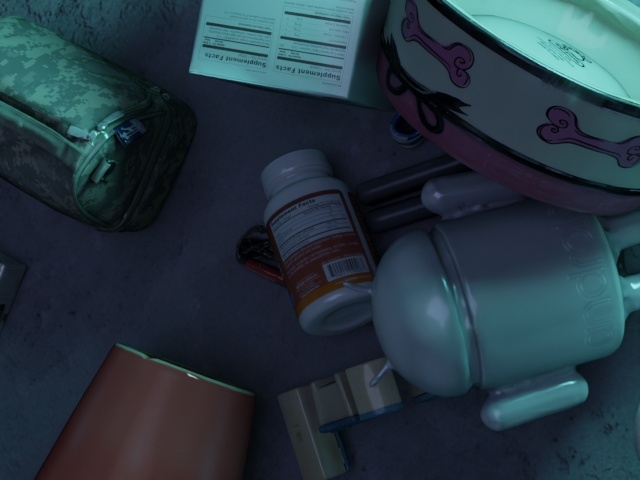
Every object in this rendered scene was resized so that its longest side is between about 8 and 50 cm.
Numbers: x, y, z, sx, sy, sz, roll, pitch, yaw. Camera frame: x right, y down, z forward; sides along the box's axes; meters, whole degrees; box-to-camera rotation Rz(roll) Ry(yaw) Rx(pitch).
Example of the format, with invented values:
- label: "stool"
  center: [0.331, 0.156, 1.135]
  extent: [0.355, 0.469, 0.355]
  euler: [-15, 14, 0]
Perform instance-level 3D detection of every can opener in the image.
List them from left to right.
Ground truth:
- label: "can opener"
  center: [0.173, -0.079, 1.708]
  extent: [0.283, 0.095, 0.076]
  euler: [-18, 83, 18]

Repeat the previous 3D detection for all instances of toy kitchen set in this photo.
- label: "toy kitchen set"
  center: [0.079, 0.214, 1.758]
  extent: [0.207, 0.166, 0.122]
  euler: [-28, 77, 54]

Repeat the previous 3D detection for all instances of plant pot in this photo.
- label: "plant pot"
  center: [-0.211, 0.274, 1.767]
  extent: [0.275, 0.275, 0.243]
  euler: [18, 84, 19]

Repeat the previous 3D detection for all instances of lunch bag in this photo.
- label: "lunch bag"
  center: [-0.344, -0.149, 1.808]
  extent: [0.305, 0.256, 0.212]
  euler: [29, 99, 17]

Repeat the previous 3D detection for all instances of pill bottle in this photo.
- label: "pill bottle"
  center: [0.000, 0.000, 1.739]
  extent: [0.121, 0.121, 0.216]
  euler: [-28, 64, 17]

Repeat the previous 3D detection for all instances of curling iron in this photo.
- label: "curling iron"
  center: [0.005, 0.058, 1.798]
  extent: [0.274, 0.035, 0.068]
  euler: [30, 99, 18]

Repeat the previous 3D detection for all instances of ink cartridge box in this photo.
- label: "ink cartridge box"
  center: [-0.499, 0.095, 1.964]
  extent: [0.104, 0.060, 0.180]
  euler: [26, 98, 17]

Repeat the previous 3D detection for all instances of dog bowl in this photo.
- label: "dog bowl"
  center: [0.242, -0.183, 1.543]
  extent: [0.408, 0.408, 0.150]
  euler: [34, 118, 17]

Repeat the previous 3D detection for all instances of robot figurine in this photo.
- label: "robot figurine"
  center: [0.210, 0.061, 1.606]
  extent: [0.353, 0.200, 0.300]
  euler: [-16, 83, -4]

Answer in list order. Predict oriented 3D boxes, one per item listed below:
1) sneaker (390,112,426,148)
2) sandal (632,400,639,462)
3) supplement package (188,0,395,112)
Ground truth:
- label: "sneaker"
  center: [0.140, -0.173, 1.740]
  extent: [0.053, 0.059, 0.144]
  euler: [42, 102, 18]
- label: "sandal"
  center: [0.531, 0.297, 1.581]
  extent: [0.416, 0.102, 0.169]
  euler: [36, 116, 4]
- label: "supplement package"
  center: [-0.007, -0.299, 1.628]
  extent: [0.198, 0.199, 0.262]
  euler: [12, 94, 18]
